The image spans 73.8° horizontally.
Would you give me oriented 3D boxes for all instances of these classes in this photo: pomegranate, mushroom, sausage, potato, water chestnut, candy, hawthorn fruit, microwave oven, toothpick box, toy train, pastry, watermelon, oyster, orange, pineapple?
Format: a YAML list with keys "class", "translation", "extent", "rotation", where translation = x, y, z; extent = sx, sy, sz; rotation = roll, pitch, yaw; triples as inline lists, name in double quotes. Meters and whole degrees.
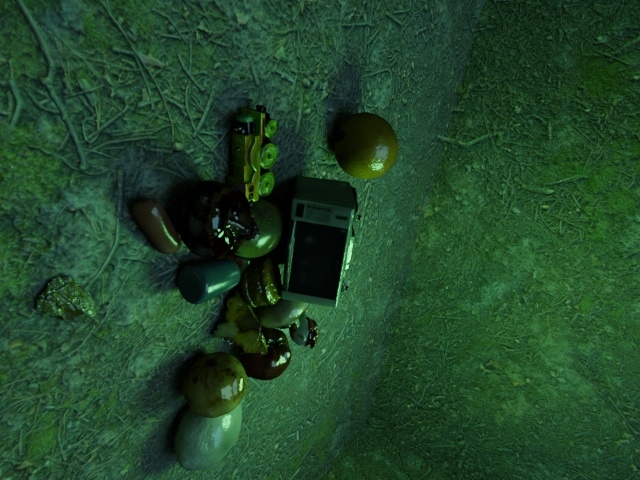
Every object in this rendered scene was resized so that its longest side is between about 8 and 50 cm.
- class: "pomegranate"
  translation: [-0.360, 0.498, 1.466]
  extent: [0.215, 0.215, 0.216]
  rotation: [-41, 142, -42]
- class: "mushroom"
  translation: [-0.140, 0.269, 1.681]
  extent: [0.226, 0.226, 0.178]
  rotation: [-32, 93, -49]
- class: "sausage"
  translation: [-0.424, -0.033, 1.111]
  extent: [0.077, 0.077, 0.194]
  rotation: [-52, 150, -29]
- class: "potato"
  translation: [-0.216, -0.041, 1.405]
  extent: [0.228, 0.148, 0.197]
  rotation: [16, 68, -57]
- class: "water chestnut"
  translation: [-0.283, -0.058, 1.190]
  extent: [0.223, 0.237, 0.224]
  rotation: [12, 90, -74]
- class: "candy"
  translation: [-0.398, 0.700, 1.562]
  extent: [0.295, 0.185, 0.296]
  rotation: [-32, 130, -48]
- class: "hawthorn fruit"
  translation: [-0.235, 0.467, 1.701]
  extent: [0.208, 0.208, 0.248]
  rotation: [-25, 159, -53]
- class: "microwave oven"
  translation: [0.000, 0.000, 1.589]
  extent: [0.333, 0.246, 0.395]
  rotation: [-88, -174, -65]
- class: "toothpick box"
  translation: [-0.338, 0.120, 1.327]
  extent: [0.184, 0.120, 0.121]
  rotation: [-16, 123, -60]
- class: "toy train"
  translation: [-0.211, -0.259, 1.308]
  extent: [0.160, 0.100, 0.297]
  rotation: [-29, 133, -49]
- class: "pastry"
  translation: [-0.210, 0.149, 1.539]
  extent: [0.188, 0.103, 0.189]
  rotation: [-6, 90, -78]
- class: "watermelon"
  translation: [-0.296, 0.079, 1.442]
  extent: [0.135, 0.125, 0.094]
  rotation: [-46, 121, 1]
- class: "oyster"
  translation: [-0.588, 0.147, 0.988]
  extent: [0.121, 0.045, 0.146]
  rotation: [-15, 123, -41]
- class: "orange"
  translation: [0.189, -0.391, 1.767]
  extent: [0.274, 0.274, 0.275]
  rotation: [-41, 142, -42]
- class: "pineapple"
  translation: [-0.298, 0.320, 1.561]
  extent: [0.164, 0.250, 0.140]
  rotation: [-33, -178, -3]

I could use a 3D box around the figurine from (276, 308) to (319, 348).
- class: "figurine"
  translation: [-0.082, 0.366, 1.806]
  extent: [0.160, 0.226, 0.184]
  rotation: [23, 89, -41]
